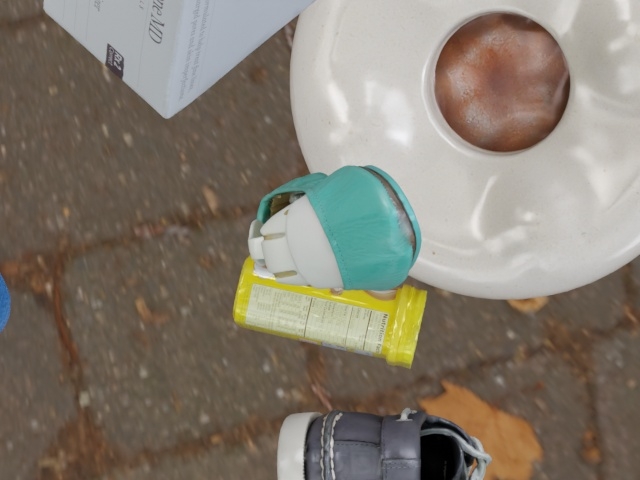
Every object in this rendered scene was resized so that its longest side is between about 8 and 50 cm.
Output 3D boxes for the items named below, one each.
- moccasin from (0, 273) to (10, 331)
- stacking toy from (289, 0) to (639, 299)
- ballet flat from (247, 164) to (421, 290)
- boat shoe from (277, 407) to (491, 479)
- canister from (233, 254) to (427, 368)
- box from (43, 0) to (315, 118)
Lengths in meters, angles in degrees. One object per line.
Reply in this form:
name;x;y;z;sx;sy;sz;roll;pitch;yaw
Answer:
moccasin;-0.398;-0.037;1.582;0.138;0.117;0.342;-41;119;-39
stacking toy;0.198;-0.151;1.657;0.351;0.480;0.350;2;98;16
ballet flat;0.000;0.000;1.190;0.087;0.247;0.083;-22;95;-8
boat shoe;0.045;0.115;0.838;0.065;0.206;0.075;-8;74;19
canister;0.010;0.065;1.724;0.170;0.126;0.073;12;84;4
box;-0.067;-0.206;1.153;0.119;0.181;0.182;41;63;12
